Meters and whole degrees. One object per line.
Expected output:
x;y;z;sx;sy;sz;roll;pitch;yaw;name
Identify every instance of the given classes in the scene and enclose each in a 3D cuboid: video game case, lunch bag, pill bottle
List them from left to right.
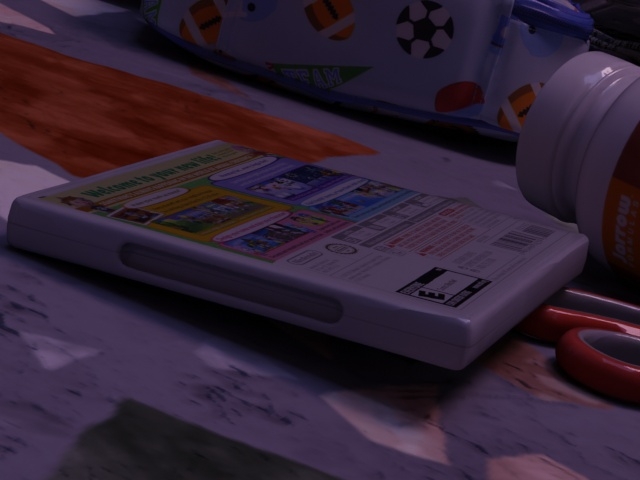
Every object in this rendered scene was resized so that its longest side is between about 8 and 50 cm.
0.000;0.000;0.833;0.193;0.023;0.212;15;14;17;video game case
0.028;-0.159;1.312;0.303;0.115;0.243;19;13;2;lunch bag
0.209;-0.018;0.982;0.216;0.121;0.121;28;18;37;pill bottle

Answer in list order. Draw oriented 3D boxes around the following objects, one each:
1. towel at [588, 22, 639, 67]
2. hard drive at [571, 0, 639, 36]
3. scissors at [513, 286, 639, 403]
0.286;-0.175;1.763;0.324;0.056;0.312;4;20;-38;towel
0.368;-0.179;1.525;0.339;0.064;0.237;15;-3;-11;hard drive
0.225;0.066;0.889;0.297;0.021;0.109;11;14;-16;scissors
